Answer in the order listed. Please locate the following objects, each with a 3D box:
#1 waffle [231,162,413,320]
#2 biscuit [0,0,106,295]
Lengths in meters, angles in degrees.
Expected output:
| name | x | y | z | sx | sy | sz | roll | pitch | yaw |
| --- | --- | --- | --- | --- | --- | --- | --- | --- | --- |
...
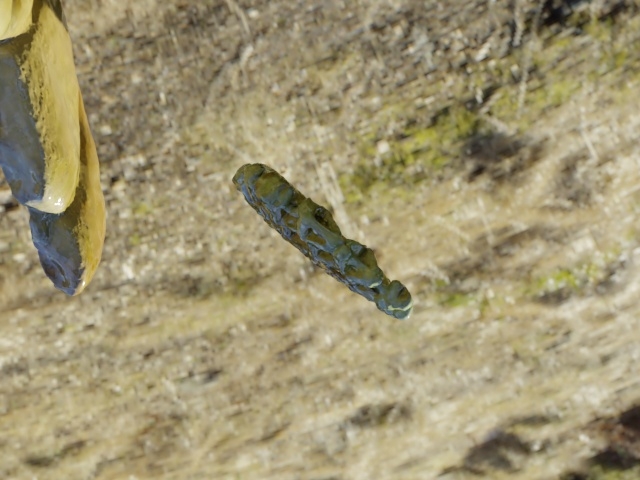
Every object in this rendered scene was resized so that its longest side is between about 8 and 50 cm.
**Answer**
| name | x | y | z | sx | sy | sz | roll | pitch | yaw |
| --- | --- | --- | --- | --- | --- | --- | --- | --- | --- |
| waffle | 0.000 | 0.000 | 0.874 | 0.036 | 0.169 | 0.183 | -48 | -171 | -2 |
| biscuit | -0.181 | -0.122 | 0.672 | 0.045 | 0.154 | 0.299 | -10 | 125 | 4 |
